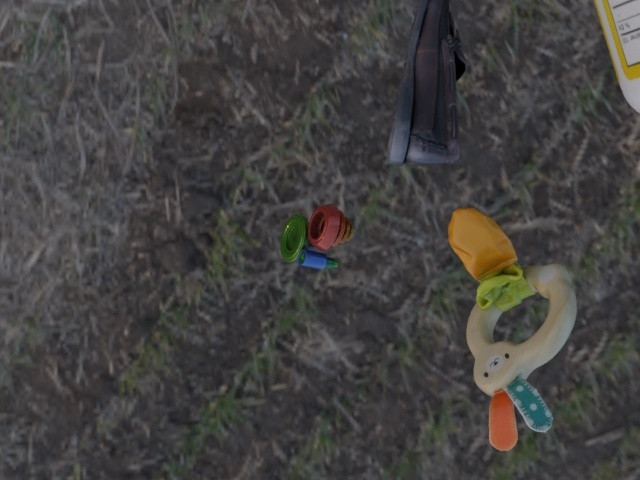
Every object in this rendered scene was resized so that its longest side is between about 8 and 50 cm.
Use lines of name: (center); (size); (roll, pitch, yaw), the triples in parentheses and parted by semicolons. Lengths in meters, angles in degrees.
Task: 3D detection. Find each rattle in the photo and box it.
rattle: (0.176, 0.087, 1.222); (0.130, 0.199, 0.143); (4, 145, 30)

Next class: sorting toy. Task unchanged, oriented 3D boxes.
sorting toy: (0.000, 0.000, 1.252); (0.042, 0.061, 0.102); (13, 161, -29)

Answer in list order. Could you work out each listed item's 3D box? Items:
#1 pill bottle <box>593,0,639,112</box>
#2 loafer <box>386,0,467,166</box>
pill bottle: (0.288, -0.204, 0.882); (0.188, 0.188, 0.334); (-18, 94, 4)
loafer: (0.154, -0.213, 1.637); (0.095, 0.302, 0.109); (11, 143, 3)
